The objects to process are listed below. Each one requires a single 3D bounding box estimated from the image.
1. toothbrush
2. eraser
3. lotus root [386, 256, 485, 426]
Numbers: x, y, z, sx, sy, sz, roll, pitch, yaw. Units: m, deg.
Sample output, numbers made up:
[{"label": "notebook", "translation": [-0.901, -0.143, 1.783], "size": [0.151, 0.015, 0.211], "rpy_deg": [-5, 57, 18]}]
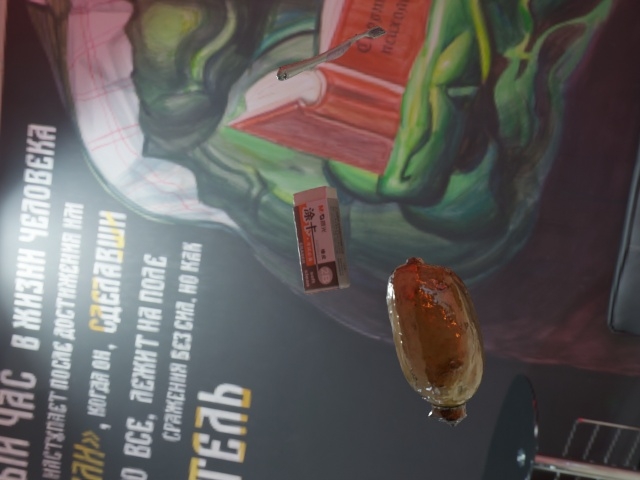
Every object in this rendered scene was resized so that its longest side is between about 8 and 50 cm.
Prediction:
[{"label": "toothbrush", "translation": [0.016, -0.253, 0.807], "size": [0.204, 0.022, 0.017], "rpy_deg": [-33, -36, -32]}, {"label": "eraser", "translation": [0.000, 0.000, 0.715], "size": [0.029, 0.052, 0.122], "rpy_deg": [1, -100, -57]}, {"label": "lotus root", "translation": [0.196, 0.166, 1.011], "size": [0.160, 0.146, 0.284], "rpy_deg": [-3, -98, -47]}]
